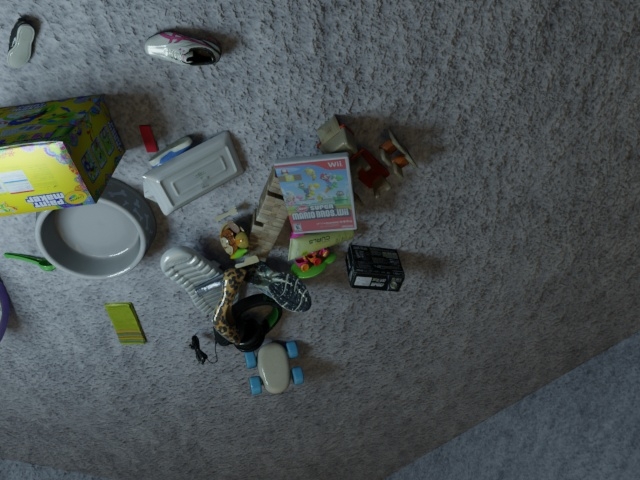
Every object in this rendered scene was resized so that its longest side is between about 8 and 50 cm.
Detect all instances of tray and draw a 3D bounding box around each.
[{"bbox_3d":[-0.347,-0.187,1.252,0.270,0.030,0.145,-34,134,-20],"label":"tray"}]

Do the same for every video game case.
[{"bbox_3d":[-0.006,-0.127,1.283,0.204,0.025,0.285,-4,138,8],"label":"video game case"}]

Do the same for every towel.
[{"bbox_3d":[-0.767,0.331,1.735,0.102,0.021,0.237,-3,130,-4],"label":"towel"}]

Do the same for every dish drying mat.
[{"bbox_3d":[-0.490,-0.290,1.256,0.032,0.008,0.083,-4,131,-2],"label":"dish drying mat"}]

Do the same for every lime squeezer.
[{"bbox_3d":[-0.890,0.039,1.472,0.310,0.059,0.110,-19,96,11],"label":"lime squeezer"}]

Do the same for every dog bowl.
[{"bbox_3d":[-0.696,-0.025,1.363,0.349,0.102,0.348,-6,125,-9],"label":"dog bowl"}]

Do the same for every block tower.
[{"bbox_3d":[-0.165,-0.077,1.410,0.091,0.097,0.335,17,127,-18],"label":"block tower"}]

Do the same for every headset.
[{"bbox_3d":[-0.333,0.331,1.701,0.394,0.185,0.243,-41,145,6],"label":"headset"}]

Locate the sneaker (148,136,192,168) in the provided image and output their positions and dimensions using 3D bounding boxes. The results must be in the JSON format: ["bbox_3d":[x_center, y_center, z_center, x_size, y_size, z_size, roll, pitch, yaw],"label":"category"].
[{"bbox_3d":[-0.413,-0.234,1.276,0.152,0.058,0.084,-26,124,17],"label":"sneaker"}]

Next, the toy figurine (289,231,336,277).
[{"bbox_3d":[-0.037,0.019,1.505,0.173,0.130,0.159,-23,122,-15],"label":"toy figurine"}]

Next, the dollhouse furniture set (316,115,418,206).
[{"bbox_3d":[0.109,-0.239,1.307,0.262,0.135,0.259,-35,136,22],"label":"dollhouse furniture set"}]

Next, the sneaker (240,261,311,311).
[{"bbox_3d":[-0.145,0.159,1.545,0.283,0.110,0.122,31,169,17],"label":"sneaker"}]

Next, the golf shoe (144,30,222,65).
[{"bbox_3d":[-0.338,-0.465,1.076,0.186,0.086,0.067,1,131,-5],"label":"golf shoe"}]

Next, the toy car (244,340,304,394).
[{"bbox_3d":[-0.208,0.561,1.910,0.219,0.210,0.238,-10,160,-15],"label":"toy car"}]

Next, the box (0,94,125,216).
[{"bbox_3d":[-0.702,-0.220,1.116,0.290,0.279,0.177,-7,130,1],"label":"box"}]

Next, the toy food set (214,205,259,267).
[{"bbox_3d":[-0.281,-0.002,1.413,0.132,0.038,0.192,-20,96,37],"label":"toy food set"}]

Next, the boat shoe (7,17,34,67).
[{"bbox_3d":[-0.726,-0.474,1.060,0.046,0.038,0.125,-16,155,-52],"label":"boat shoe"}]

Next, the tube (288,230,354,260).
[{"bbox_3d":[0.000,0.000,1.440,0.240,0.062,0.070,-17,95,-31],"label":"tube"}]

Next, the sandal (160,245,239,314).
[{"bbox_3d":[-0.409,0.128,1.555,0.169,0.102,0.416,-26,142,-2],"label":"sandal"}]

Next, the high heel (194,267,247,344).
[{"bbox_3d":[-0.285,0.225,1.502,0.186,0.093,0.261,-26,106,4],"label":"high heel"}]

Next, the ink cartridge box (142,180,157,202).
[{"bbox_3d":[-0.452,-0.146,1.308,0.088,0.052,0.122,-14,169,10],"label":"ink cartridge box"}]

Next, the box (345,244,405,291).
[{"bbox_3d":[0.189,0.097,1.555,0.180,0.147,0.077,5,129,-11],"label":"box"}]

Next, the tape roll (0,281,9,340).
[{"bbox_3d":[-1.159,0.257,1.468,0.090,0.275,0.275,4,129,-8],"label":"tape roll"}]
